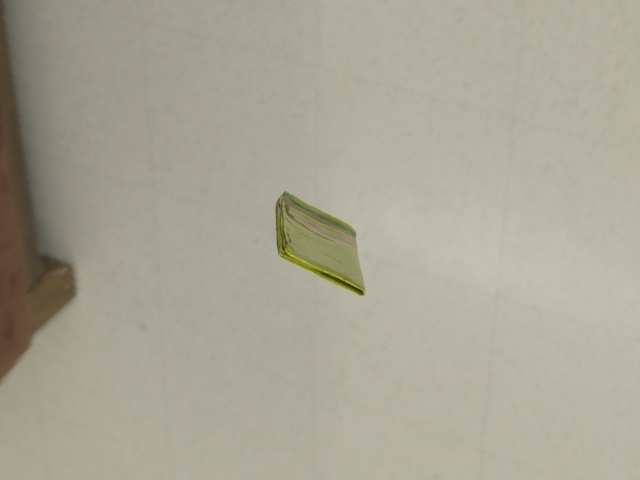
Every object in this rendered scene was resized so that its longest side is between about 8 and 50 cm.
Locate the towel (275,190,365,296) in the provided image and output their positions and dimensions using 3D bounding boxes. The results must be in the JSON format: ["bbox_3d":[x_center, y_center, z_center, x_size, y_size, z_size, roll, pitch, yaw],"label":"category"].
[{"bbox_3d":[0.000,0.000,1.636,0.102,0.237,0.021,25,103,-8],"label":"towel"}]
